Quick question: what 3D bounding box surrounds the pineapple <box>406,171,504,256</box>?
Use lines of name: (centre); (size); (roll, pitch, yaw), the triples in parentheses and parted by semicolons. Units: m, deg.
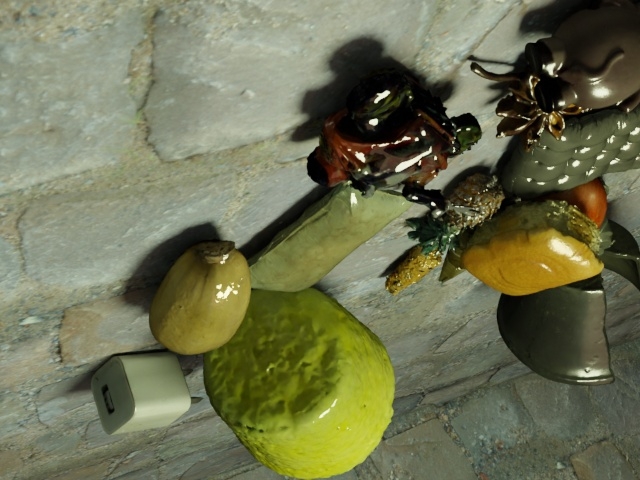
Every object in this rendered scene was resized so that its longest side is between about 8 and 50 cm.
pineapple: (0.243, -0.049, 1.649); (0.103, 0.083, 0.221); (6, 147, -30)

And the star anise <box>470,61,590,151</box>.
star anise: (0.318, -0.223, 1.335); (0.177, 0.073, 0.234); (-30, 147, 6)

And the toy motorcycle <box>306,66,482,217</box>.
toy motorcycle: (0.120, -0.119, 1.295); (0.207, 0.134, 0.401); (-34, 154, 27)

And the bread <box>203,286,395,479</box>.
bread: (-0.050, 0.254, 1.746); (0.348, 0.348, 0.308); (-26, 148, 6)

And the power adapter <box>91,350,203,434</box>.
power adapter: (-0.321, 0.293, 1.809); (0.204, 0.130, 0.125); (3, 147, -46)

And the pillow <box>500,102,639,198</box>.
pillow: (0.479, -0.178, 1.570); (0.326, 0.101, 0.228); (-18, 156, -15)

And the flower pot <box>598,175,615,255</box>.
flower pot: (0.505, -0.022, 1.899); (0.235, 0.141, 0.235); (-22, 159, -9)

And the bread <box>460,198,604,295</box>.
bread: (0.376, 0.017, 1.656); (0.174, 0.121, 0.245); (39, 144, -23)

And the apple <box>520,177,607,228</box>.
apple: (0.453, -0.068, 1.726); (0.163, 0.139, 0.163); (18, 149, 11)

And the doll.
doll: (0.405, -0.254, 1.249); (0.257, 0.182, 0.117); (-23, -159, -14)

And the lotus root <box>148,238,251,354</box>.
lotus root: (-0.192, 0.102, 1.482); (0.146, 0.131, 0.303); (14, 144, -15)

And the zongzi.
zongzi: (0.322, 0.008, 1.833); (0.160, 0.078, 0.176); (-13, 141, -21)

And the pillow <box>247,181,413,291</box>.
pillow: (0.000, 0.000, 1.527); (0.302, 0.075, 0.184); (-38, 151, 31)

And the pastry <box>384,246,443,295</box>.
pastry: (0.188, 0.058, 1.876); (0.080, 0.056, 0.140); (-22, 159, -36)

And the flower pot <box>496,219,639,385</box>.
flower pot: (0.576, 0.099, 2.069); (0.379, 0.379, 0.251); (-21, 138, -6)
